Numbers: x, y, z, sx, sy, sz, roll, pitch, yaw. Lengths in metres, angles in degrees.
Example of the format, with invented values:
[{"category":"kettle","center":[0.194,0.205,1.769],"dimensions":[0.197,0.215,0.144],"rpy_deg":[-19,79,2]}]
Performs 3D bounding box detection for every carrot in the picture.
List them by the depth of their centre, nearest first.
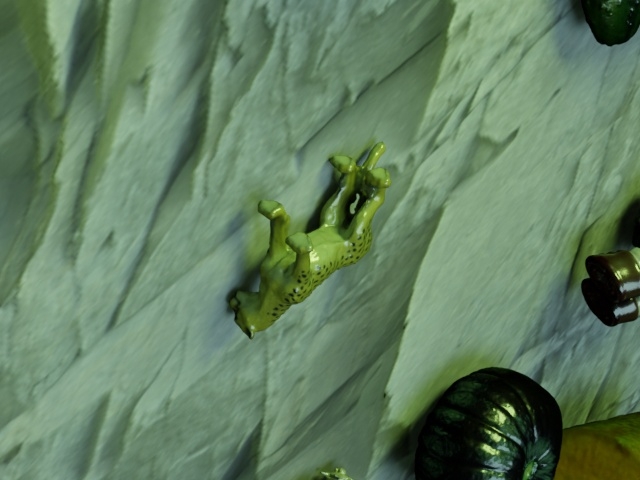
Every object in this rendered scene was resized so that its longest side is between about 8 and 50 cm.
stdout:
[{"category":"carrot","center":[0.369,0.347,1.919],"dimensions":[0.340,0.241,0.241],"rpy_deg":[-7,125,-48]}]

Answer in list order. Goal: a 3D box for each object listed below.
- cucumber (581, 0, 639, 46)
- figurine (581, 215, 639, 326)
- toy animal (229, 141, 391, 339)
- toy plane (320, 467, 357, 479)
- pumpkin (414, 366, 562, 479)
[{"category":"cucumber","center":[0.275,-0.278,1.431],"dimensions":[0.069,0.069,0.227],"rpy_deg":[-36,139,-21]},{"category":"figurine","center":[0.471,-0.025,1.777],"dimensions":[0.370,0.167,0.281],"rpy_deg":[-29,146,-18]},{"category":"toy animal","center":[0.000,0.000,1.378],"dimensions":[0.181,0.073,0.136],"rpy_deg":[-39,152,-37]},{"category":"toy plane","center":[0.041,0.315,1.674],"dimensions":[0.286,0.092,0.108],"rpy_deg":[29,72,-52]},{"category":"pumpkin","center":[0.187,0.239,1.714],"dimensions":[0.202,0.140,0.202],"rpy_deg":[-25,124,-44]}]
